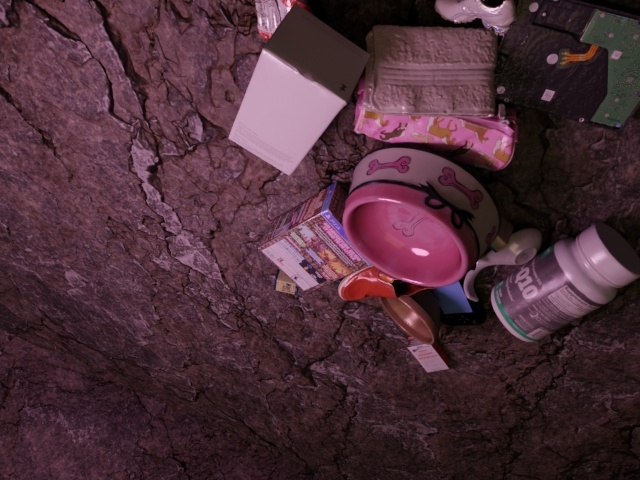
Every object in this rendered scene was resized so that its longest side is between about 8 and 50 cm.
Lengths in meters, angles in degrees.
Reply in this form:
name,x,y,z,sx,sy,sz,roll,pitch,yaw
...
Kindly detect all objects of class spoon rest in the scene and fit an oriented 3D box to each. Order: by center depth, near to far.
name,x,y,z,sx,sy,sz,roll,pitch,yaw
spoon rest,0.528,0.061,1.388,0.137,0.084,0.276,24,118,-39

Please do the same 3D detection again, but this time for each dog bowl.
name,x,y,z,sx,sy,sz,roll,pitch,yaw
dog bowl,0.235,-0.040,1.210,0.407,0.150,0.408,24,151,14

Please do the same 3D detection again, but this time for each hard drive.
name,x,y,z,sx,sy,sz,roll,pitch,yaw
hard drive,0.543,-0.387,1.014,0.338,0.064,0.237,15,133,3

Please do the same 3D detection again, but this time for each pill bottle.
name,x,y,z,sx,sy,sz,roll,pitch,yaw
pill bottle,0.683,0.122,1.334,0.204,0.204,0.361,30,131,-12

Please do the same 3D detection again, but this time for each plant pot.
name,x,y,z,sx,sy,sz,roll,pitch,yaw
plant pot,0.312,0.220,1.556,0.237,0.109,0.237,42,163,16

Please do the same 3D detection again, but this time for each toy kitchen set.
name,x,y,z,sx,sy,sz,roll,pitch,yaw
toy kitchen set,0.408,-0.042,1.348,0.207,0.122,0.166,46,130,1

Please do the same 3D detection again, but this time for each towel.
name,x,y,z,sx,sy,sz,roll,pitch,yaw
towel,0.233,-0.360,1.005,0.281,0.049,0.187,2,94,4

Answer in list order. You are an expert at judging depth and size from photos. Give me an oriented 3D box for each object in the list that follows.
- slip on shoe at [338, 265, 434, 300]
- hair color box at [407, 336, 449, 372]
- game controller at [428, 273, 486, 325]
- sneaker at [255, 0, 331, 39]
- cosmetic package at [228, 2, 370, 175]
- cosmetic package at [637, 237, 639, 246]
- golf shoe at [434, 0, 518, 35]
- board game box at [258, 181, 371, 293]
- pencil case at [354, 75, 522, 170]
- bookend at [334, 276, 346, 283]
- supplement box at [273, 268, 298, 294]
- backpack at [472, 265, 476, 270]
name,x,y,z,sx,sy,sz,roll,pitch,yaw
slip on shoe,0.207,0.129,1.444,0.330,0.101,0.123,-15,132,19
hair color box,0.409,0.424,1.782,0.093,0.053,0.167,-20,124,31
game controller,0.424,0.171,1.542,0.166,0.067,0.319,-15,125,26
sneaker,-0.052,-0.467,1.093,0.144,0.090,0.270,-1,135,28
cosmetic package,-0.066,-0.320,1.088,0.196,0.155,0.365,31,154,-12
cosmetic package,0.978,0.067,1.267,0.231,0.117,0.085,33,132,-13
golf shoe,0.311,-0.482,0.949,0.176,0.069,0.086,27,171,26
board game box,0.000,0.000,1.453,0.290,0.141,0.232,-27,120,33
pencil case,0.267,-0.284,1.117,0.385,0.160,0.167,16,128,2
bookend,0.130,0.079,1.536,0.156,0.072,0.157,17,133,1
supplement box,-0.111,0.133,1.641,0.083,0.083,0.056,13,134,2
backpack,0.408,0.023,1.391,0.114,0.105,0.084,12,125,15
